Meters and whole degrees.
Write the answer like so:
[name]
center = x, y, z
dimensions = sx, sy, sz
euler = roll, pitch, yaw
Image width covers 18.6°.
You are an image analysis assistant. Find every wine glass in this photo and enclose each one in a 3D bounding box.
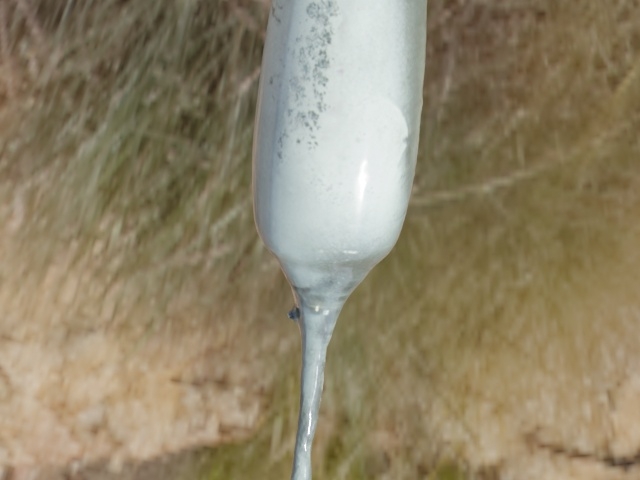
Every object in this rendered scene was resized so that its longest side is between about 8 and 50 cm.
[wine glass]
center = 0.000, 0.000, 0.724
dimensions = 0.074, 0.074, 0.262
euler = 6, 101, 0
